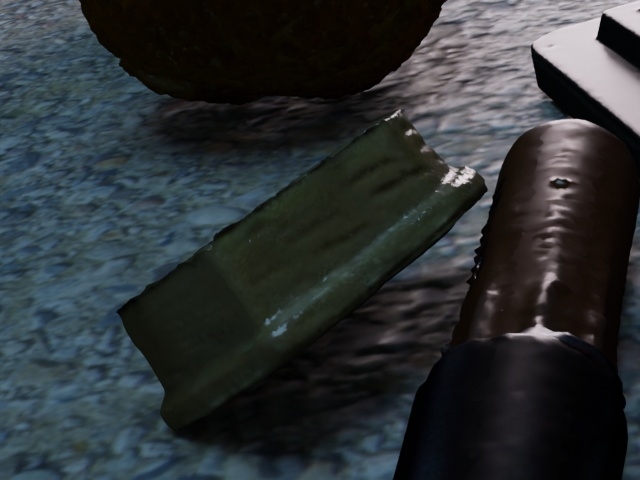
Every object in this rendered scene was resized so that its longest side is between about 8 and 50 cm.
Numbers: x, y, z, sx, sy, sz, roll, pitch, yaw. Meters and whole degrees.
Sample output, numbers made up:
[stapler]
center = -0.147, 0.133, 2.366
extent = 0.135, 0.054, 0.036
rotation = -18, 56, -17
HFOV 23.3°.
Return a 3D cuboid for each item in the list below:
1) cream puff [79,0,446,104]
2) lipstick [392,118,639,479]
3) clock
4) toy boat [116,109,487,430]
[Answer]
[cream puff]
center = -0.023, -0.201, 1.053
extent = 0.303, 0.212, 0.303
rotation = -21, 28, 12
[lipstick]
center = 0.082, 0.044, 0.592
extent = 0.077, 0.077, 0.418
rotation = -7, 22, 16
[clock]
center = 0.279, -0.113, 0.881
extent = 0.273, 0.049, 0.279
rotation = -16, 22, -4
[toy boat]
center = 0.000, 0.000, 0.696
extent = 0.188, 0.061, 0.116
rotation = -37, 1, -39
